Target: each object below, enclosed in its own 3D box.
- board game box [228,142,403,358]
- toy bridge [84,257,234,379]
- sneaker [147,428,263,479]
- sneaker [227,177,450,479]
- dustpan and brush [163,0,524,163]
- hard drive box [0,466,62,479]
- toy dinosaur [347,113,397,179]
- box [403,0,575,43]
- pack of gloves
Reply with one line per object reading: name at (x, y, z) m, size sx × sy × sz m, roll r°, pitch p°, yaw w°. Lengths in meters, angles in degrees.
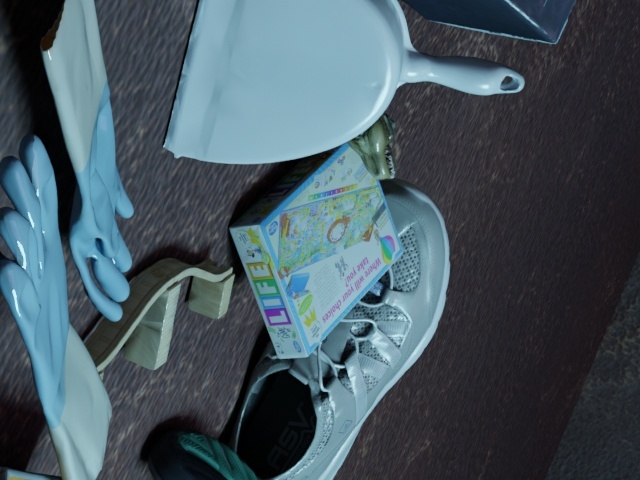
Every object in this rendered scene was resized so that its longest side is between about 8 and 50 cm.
board game box at (0.000, 0.000, 1.342) m, size 0.154 × 0.026 × 0.103 m, roll -45°, pitch 121°, yaw -50°
toy bridge at (-0.104, 0.048, 1.175) m, size 0.188 × 0.026 × 0.063 m, roll -37°, pitch 145°, yaw -58°
sneaker at (-0.073, 0.215, 1.379) m, size 0.098 × 0.083 × 0.224 m, roll -37°, pitch 138°, yaw 11°
sneaker at (0.013, 0.086, 1.454) m, size 0.281 × 0.105 × 0.115 m, roll -67°, pitch 164°, yaw 7°
dustpan and brush at (0.024, -0.104, 1.128) m, size 0.060 × 0.211 × 0.147 m, roll -99°, pitch -158°, yaw -62°
hard drive box at (-0.169, 0.210, 0.997) m, size 0.232 × 0.089 × 0.181 m, roll 36°, pitch 57°, yaw -75°
toy dinosaur at (0.008, -0.133, 1.217) m, size 0.118 × 0.064 × 0.268 m, roll -51°, pitch 151°, yaw -40°
box at (0.066, -0.221, 1.021) m, size 0.207 × 0.108 × 0.153 m, roll 34°, pitch 79°, yaw -42°
pack of gloves at (-0.135, 0.000, 0.930) m, size 0.232 × 0.046 × 0.195 m, roll 86°, pitch 7°, yaw -50°
